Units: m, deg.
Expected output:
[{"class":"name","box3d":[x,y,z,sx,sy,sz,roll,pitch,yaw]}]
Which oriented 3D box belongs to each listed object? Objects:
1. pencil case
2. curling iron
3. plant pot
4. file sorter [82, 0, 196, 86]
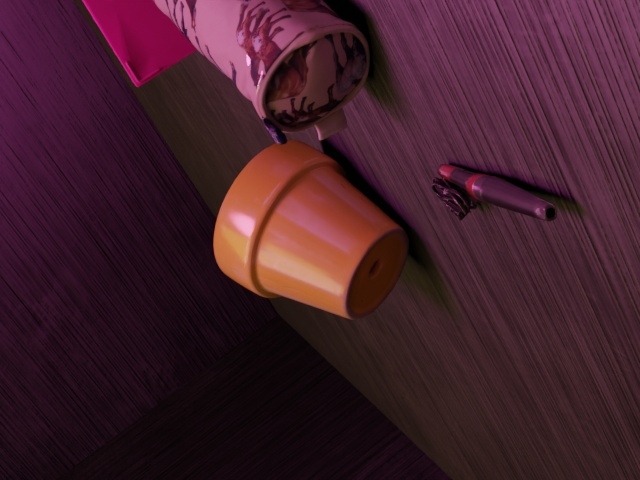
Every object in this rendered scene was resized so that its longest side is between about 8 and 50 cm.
[{"class":"pencil case","box3d":[-0.113,-0.298,1.266,0.410,0.160,0.183,47,153,31]},{"class":"curling iron","box3d":[0.189,-0.049,1.083,0.068,0.035,0.274,52,171,-15]},{"class":"plant pot","box3d":[0.000,0.000,1.580,0.239,0.254,0.254,29,159,28]},{"class":"file sorter","box3d":[-0.295,-0.433,1.537,0.182,0.202,0.291,46,167,52]}]
